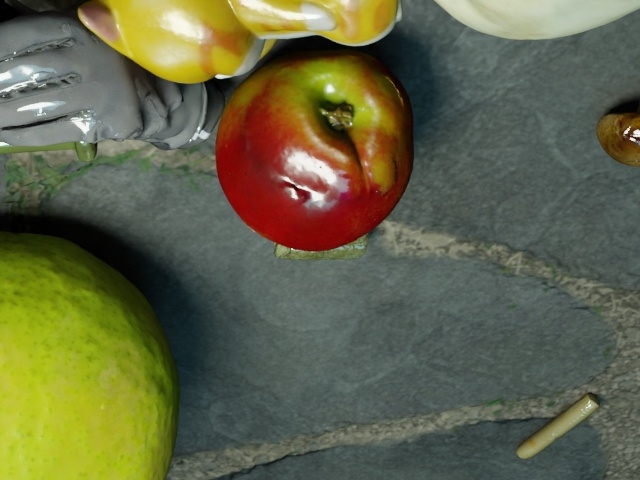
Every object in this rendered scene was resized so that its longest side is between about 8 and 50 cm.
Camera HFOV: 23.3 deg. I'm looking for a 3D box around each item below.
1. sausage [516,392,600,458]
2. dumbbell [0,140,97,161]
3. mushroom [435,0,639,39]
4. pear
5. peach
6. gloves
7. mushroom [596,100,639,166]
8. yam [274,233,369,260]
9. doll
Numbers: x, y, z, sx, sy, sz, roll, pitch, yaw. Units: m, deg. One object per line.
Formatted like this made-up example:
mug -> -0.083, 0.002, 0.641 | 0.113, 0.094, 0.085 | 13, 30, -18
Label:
sausage -> 0.289, 0.230, 1.899 | 0.024, 0.024, 0.132 | 26, 127, -31
dumbbell -> -0.269, -0.096, 1.457 | 0.118, 0.046, 0.052 | -5, 142, -3
mushroom -> 0.184, -0.329, 1.152 | 0.314, 0.314, 0.336 | -18, 104, 11
pear -> -0.323, 0.186, 1.517 | 0.391, 0.391, 0.391 | -4, 137, -4
peach -> -0.006, -0.077, 1.424 | 0.197, 0.197, 0.197 | -4, 137, -4
gloves -> -0.201, -0.140, 1.337 | 0.285, 0.142, 0.119 | -2, 152, -46
mushroom -> 0.312, -0.117, 1.501 | 0.088, 0.073, 0.129 | 17, 139, 24
yam -> 0.000, 0.000, 1.600 | 0.094, 0.043, 0.043 | 0, 137, -10
doll -> -0.051, -0.217, 1.277 | 0.270, 0.166, 0.162 | -23, 110, 10
